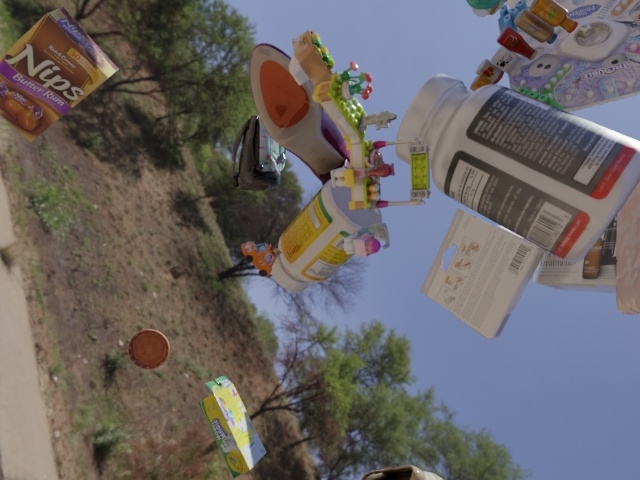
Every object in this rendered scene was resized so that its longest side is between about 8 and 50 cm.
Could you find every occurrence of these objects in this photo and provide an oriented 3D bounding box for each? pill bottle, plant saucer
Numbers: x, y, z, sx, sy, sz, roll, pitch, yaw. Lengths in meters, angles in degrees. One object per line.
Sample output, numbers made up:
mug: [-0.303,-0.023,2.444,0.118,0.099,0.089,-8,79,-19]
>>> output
pill bottle: [0.000,0.000,0.795,0.208,0.117,0.118,-47,-120,37]
plant saucer: [-0.354,0.224,0.956,0.013,0.083,0.084,-146,-140,-85]
pill bottle: [0.326,-0.139,0.796,0.362,0.210,0.210,35,-37,24]

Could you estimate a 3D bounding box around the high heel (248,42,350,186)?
high heel: [-0.032,-0.247,0.962,0.181,0.127,0.377,-96,161,-52]

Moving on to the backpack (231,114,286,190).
backpack: [-0.151,-0.224,1.183,0.151,0.115,0.182,-6,-101,51]

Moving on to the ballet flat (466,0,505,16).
ballet flat: [0.346,-0.509,0.951,0.083,0.247,0.087,30,-53,14]

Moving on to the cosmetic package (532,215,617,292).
cosmetic package: [0.701,-0.020,1.126,0.377,0.097,0.285,162,-56,-76]

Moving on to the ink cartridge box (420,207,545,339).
ink cartridge box: [0.460,0.091,1.344,0.261,0.066,0.297,37,-65,40]

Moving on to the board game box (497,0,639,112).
board game box: [0.640,-0.484,1.087,0.050,0.389,0.390,47,40,-50]

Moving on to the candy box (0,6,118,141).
candy box: [-0.419,-0.248,0.704,0.109,0.186,0.053,50,21,-30]

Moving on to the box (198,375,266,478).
box: [-0.178,0.361,0.917,0.179,0.043,0.105,63,6,12]

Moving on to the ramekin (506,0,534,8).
ramekin: [0.597,-0.786,1.350,0.135,0.277,0.277,-33,-106,42]

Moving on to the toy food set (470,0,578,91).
toy food set: [0.454,-0.424,1.054,0.232,0.104,0.111,-56,-171,30]

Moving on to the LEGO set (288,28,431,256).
LEGO set: [0.065,-0.125,0.580,0.107,0.132,0.287,2,-60,34]

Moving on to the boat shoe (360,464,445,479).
boat shoe: [0.143,0.595,1.099,0.110,0.122,0.341,38,-49,-11]

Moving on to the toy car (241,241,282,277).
toy car: [-0.085,0.014,0.699,0.060,0.040,0.122,52,5,-11]

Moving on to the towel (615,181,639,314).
towel: [0.604,-0.045,0.776,0.332,0.053,0.317,68,31,-74]
